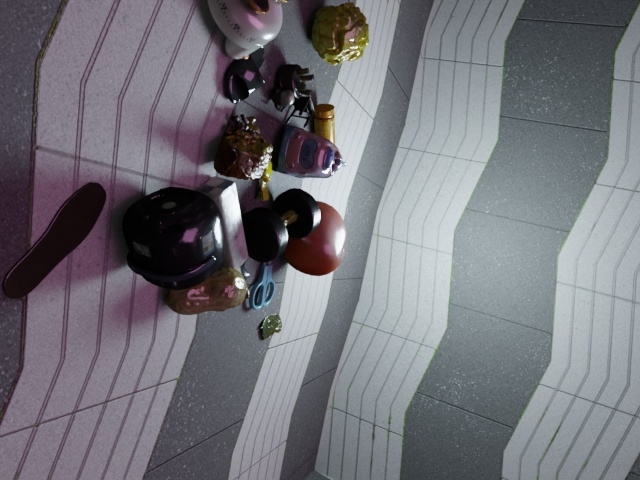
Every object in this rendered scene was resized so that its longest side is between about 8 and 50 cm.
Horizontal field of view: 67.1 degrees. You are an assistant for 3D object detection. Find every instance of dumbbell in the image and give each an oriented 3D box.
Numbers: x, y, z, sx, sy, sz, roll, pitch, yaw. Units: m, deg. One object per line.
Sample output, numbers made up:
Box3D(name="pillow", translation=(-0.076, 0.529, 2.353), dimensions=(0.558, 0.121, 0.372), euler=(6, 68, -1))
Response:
Box3D(name="dumbbell", translation=(-0.160, -0.066, 1.883), dimensions=(0.322, 0.203, 0.204), euler=(-37, 138, -52))

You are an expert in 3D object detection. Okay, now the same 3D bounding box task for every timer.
Box3D(name="timer", translation=(-0.229, -0.668, 1.405), dimensions=(0.233, 0.240, 0.234), euler=(18, 66, -46))

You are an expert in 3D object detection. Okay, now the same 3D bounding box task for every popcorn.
Box3D(name="popcorn", translation=(0.074, -0.843, 1.962), dimensions=(0.249, 0.225, 0.249), euler=(-35, 142, -33))

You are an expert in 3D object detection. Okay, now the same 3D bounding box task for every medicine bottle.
Box3D(name="medicine bottle", translation=(0.018, -0.509, 2.179), dimensions=(0.096, 0.096, 0.192), euler=(-51, 149, -45))

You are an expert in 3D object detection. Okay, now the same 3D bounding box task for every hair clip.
Box3D(name="hair clip", translation=(-0.217, -0.240, 1.858), dimensions=(0.072, 0.046, 0.173), euler=(-23, 123, -68))

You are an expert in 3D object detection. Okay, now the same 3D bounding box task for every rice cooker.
Box3D(name="rice cooker", translation=(-0.395, -0.012, 1.311), dimensions=(0.267, 0.267, 0.225), euler=(-48, 145, -48))

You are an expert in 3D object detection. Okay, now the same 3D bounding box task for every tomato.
Box3D(name="tomato", translation=(-0.012, -0.008, 2.203), dimensions=(0.341, 0.272, 0.342), euler=(-48, 146, -48))

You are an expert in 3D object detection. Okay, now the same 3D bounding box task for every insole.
Box3D(name="insole", translation=(-0.606, -0.004, 1.122), dimensions=(0.328, 0.007, 0.111), euler=(-62, 154, -29))

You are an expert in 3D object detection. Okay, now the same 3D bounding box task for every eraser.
Box3D(name="eraser", translation=(-0.328, -0.018, 1.667), dimensions=(0.096, 0.098, 0.404), euler=(-50, 147, -44))

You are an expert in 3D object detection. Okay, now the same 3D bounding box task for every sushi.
Box3D(name="sushi", translation=(-0.249, -0.303, 1.608), dimensions=(0.296, 0.166, 0.179), euler=(-20, 145, -56))

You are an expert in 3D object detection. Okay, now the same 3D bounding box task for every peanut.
Box3D(name="peanut", translation=(-0.354, 0.161, 1.579), dimensions=(0.291, 0.143, 0.159), euler=(-2, 150, -42))

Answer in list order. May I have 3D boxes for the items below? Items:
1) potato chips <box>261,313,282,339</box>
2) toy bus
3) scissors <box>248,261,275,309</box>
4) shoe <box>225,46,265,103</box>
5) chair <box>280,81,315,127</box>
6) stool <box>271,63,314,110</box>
Box3D(name="potato chips", translation=(-0.234, 0.409, 2.282), dimensions=(0.142, 0.026, 0.209), euler=(-65, 156, -16))
Box3D(name="toy bus", translation=(-0.032, -0.346, 1.983), dimensions=(0.294, 0.231, 0.198), euler=(0, 104, -68))
Box3D(name="scissors", translation=(-0.225, 0.074, 2.071), dimensions=(0.192, 0.029, 0.448), euler=(-10, 112, -66))
Box3D(name="shoe", translation=(-0.222, -0.552, 1.574), dimensions=(0.108, 0.093, 0.241), euler=(71, 38, -57))
Box3D(name="chair", translation=(-0.067, -0.563, 1.930), dimensions=(0.213, 0.101, 0.084), euler=(-64, 156, -21))
Box3D(name="stool", translation=(-0.106, -0.576, 1.811), dimensions=(0.125, 0.121, 0.217), euler=(74, 32, -55))
